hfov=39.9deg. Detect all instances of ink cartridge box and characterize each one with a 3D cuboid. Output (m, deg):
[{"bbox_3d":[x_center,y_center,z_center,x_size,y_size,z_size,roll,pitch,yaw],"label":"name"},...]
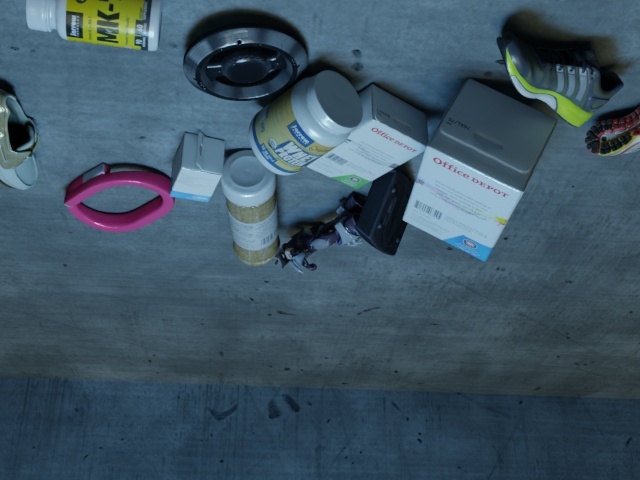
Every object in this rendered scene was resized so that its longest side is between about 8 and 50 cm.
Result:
[{"bbox_3d":[0.310,-0.135,1.747,0.198,0.197,0.270,28,152,9],"label":"ink cartridge box"},{"bbox_3d":[-0.263,-0.160,1.897,0.089,0.092,0.143,10,152,-18],"label":"ink cartridge box"},{"bbox_3d":[0.090,-0.206,1.800,0.160,0.093,0.219,22,146,-36],"label":"ink cartridge box"}]

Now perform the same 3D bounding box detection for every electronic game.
[{"bbox_3d":[-0.137,-0.325,1.622,0.229,0.048,0.229,-6,158,-2],"label":"electronic game"}]

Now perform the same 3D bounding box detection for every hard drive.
[{"bbox_3d":[0.148,-0.062,1.971,0.054,0.172,0.254,21,177,19],"label":"hard drive"}]

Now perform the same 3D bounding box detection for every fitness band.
[{"bbox_3d":[-0.471,-0.095,2.070,0.290,0.054,0.209,-22,145,38],"label":"fitness band"}]

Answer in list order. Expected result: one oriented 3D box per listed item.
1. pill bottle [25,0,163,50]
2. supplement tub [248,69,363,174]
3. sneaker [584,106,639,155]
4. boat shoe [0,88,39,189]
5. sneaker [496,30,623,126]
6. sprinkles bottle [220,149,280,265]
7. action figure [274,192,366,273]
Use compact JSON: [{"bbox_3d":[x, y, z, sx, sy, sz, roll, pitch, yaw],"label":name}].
[{"bbox_3d":[-0.365,-0.381,1.442,0.208,0.119,0.119,5,152,-9],"label":"pill bottle"},{"bbox_3d":[-0.029,-0.227,1.704,0.144,0.144,0.199,21,145,-35],"label":"supplement tub"},{"bbox_3d":[0.652,-0.230,1.779,0.225,0.088,0.092,-15,169,28],"label":"sneaker"},{"bbox_3d":[-0.634,-0.199,1.805,0.103,0.113,0.302,3,152,8],"label":"boat shoe"},{"bbox_3d":[0.432,-0.314,1.600,0.299,0.111,0.121,17,138,-40],"label":"sneaker"},{"bbox_3d":[-0.158,-0.067,2.044,0.121,0.121,0.355,1,153,0],"label":"sprinkles bottle"},{"bbox_3d":[0.000,0.000,2.133,0.285,0.185,0.099,-28,112,37],"label":"action figure"}]
